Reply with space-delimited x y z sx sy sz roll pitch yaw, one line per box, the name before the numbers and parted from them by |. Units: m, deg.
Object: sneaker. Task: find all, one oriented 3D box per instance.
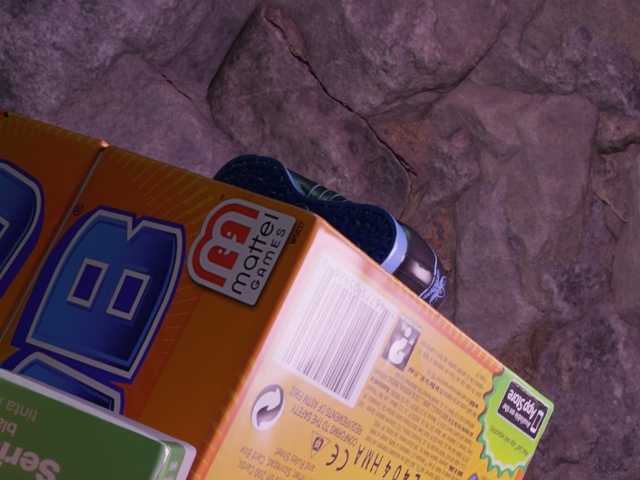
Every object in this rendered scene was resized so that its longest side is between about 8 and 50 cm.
sneaker | 0.000 0.000 0.980 0.232 0.081 0.090 26 -10 47

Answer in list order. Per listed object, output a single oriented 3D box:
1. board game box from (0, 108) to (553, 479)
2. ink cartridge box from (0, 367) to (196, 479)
board game box | -0.120 0.164 0.874 0.356 0.356 0.356 19 -12 38
ink cartridge box | -0.134 0.167 0.497 0.093 0.219 0.160 22 -10 2
